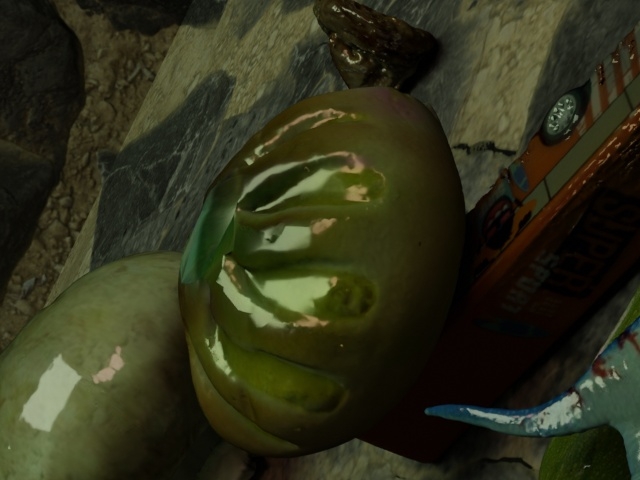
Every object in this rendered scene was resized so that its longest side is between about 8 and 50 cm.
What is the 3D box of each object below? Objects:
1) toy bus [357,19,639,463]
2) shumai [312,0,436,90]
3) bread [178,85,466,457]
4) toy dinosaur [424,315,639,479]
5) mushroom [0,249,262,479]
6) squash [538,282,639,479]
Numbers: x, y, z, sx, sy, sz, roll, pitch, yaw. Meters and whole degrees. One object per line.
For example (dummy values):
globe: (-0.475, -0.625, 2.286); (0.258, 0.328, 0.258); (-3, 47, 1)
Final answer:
toy bus: (0.145, 0.006, 0.911); (0.409, 0.093, 0.092); (-52, 25, 33)
shumai: (0.049, -0.196, 1.367); (0.139, 0.123, 0.105); (-9, 67, 50)
bread: (0.009, 0.013, 0.895); (0.156, 0.158, 0.260); (-16, 60, 56)
toy dinosaur: (0.200, 0.060, 0.653); (0.329, 0.076, 0.144); (-32, 37, 18)
mushroom: (-0.180, 0.168, 1.282); (0.352, 0.260, 0.352); (-52, -4, -5)
squash: (0.200, 0.049, 0.748); (0.080, 0.071, 0.318); (32, 100, 47)
